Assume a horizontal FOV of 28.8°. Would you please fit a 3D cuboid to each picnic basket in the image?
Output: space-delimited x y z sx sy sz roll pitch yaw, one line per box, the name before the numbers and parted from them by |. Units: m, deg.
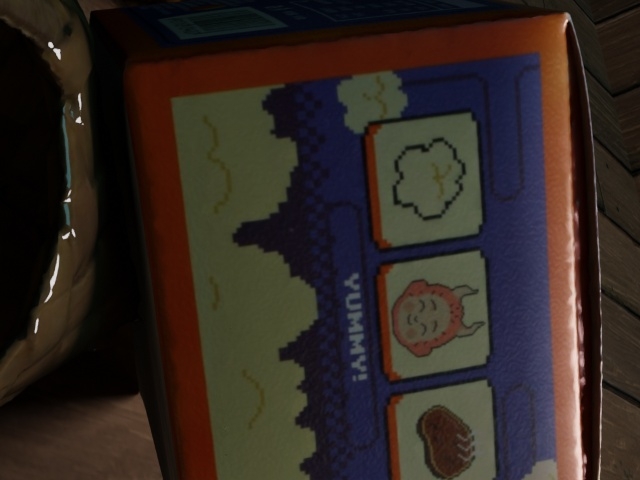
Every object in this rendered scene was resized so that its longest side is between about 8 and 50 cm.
picnic basket | -0.255 -0.061 0.588 0.337 0.293 0.337 -18 90 -86

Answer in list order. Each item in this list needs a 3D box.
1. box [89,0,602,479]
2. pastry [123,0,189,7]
box | 0.000 0.000 0.826 0.349 0.256 0.319 -135 -143 -72
pastry | -0.043 -0.340 1.202 0.337 0.292 0.405 42 46 -23
